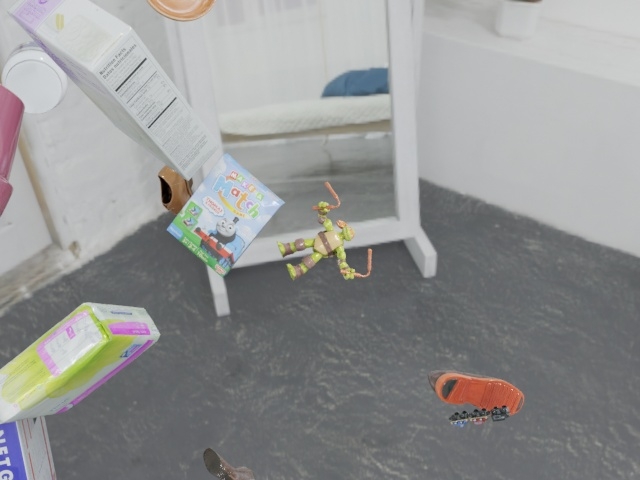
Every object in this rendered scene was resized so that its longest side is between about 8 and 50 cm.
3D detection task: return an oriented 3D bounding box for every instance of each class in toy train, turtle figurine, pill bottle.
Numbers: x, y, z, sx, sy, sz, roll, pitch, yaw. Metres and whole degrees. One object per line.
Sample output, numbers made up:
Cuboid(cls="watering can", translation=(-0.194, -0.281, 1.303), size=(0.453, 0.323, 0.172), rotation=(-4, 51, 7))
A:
Cuboid(cls="toy train", translation=(0.382, 0.426, 1.675), size=(0.158, 0.036, 0.027), rotation=(-19, -3, 35))
Cuboid(cls="turtle figurine", translation=(0.000, 0.000, 1.824), size=(0.217, 0.087, 0.269), rotation=(-23, 87, -5))
Cuboid(cls="pill bottle", translation=(-0.714, -0.407, 1.742), size=(0.153, 0.153, 0.265), rotation=(-14, 27, -14))

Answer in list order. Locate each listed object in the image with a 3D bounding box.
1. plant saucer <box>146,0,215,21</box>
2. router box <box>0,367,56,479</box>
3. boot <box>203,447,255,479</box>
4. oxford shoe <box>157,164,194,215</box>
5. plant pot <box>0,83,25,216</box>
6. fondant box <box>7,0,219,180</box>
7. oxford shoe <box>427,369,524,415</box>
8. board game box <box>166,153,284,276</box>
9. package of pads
Cuboid(cls="plant saucer", translation=(-0.356, -0.642, 1.734), size=(0.200, 0.200, 0.037), rotation=(-23, 6, -23))
Cuboid(cls="router box", translation=(-0.714, 0.499, 1.647), size=(0.082, 0.335, 0.301), rotation=(-9, 10, -13))
Cuboid(cls="boot", translation=(-0.188, 0.479, 1.463), size=(0.037, 0.114, 0.106), rotation=(-44, 67, 7))
Cuboid(cls="oxford shoe", translation=(-0.317, -0.083, 1.548), size=(0.076, 0.212, 0.076), rotation=(22, 51, 33))
Cuboid(cls="plant pot", translation=(-0.544, -0.153, 1.043), size=(0.201, 0.201, 0.180), rotation=(14, 75, 19))
Cuboid(cls="fondant box", translation=(-0.340, -0.267, 1.186), size=(0.238, 0.330, 0.096), rotation=(35, 79, 28))
Cuboid(cls="oxford shoe", translation=(0.403, 0.381, 1.793), size=(0.271, 0.097, 0.098), rotation=(20, 5, -20))
Cuboid(cls="board game box", translation=(-0.202, -0.051, 1.464), size=(0.160, 0.211, 0.039), rotation=(40, 18, 0))
Cuboid(cls="package of pads", translation=(-0.503, 0.248, 1.412), size=(0.296, 0.229, 0.101), rotation=(-38, 76, 6))
